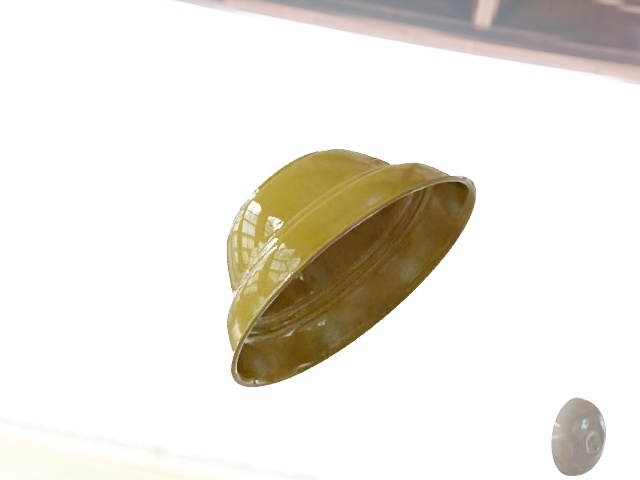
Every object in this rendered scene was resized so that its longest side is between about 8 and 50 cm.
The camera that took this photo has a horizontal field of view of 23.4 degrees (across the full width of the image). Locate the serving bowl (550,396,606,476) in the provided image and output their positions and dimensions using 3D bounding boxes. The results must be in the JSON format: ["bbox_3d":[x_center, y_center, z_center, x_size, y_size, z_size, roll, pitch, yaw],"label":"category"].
[{"bbox_3d":[0.272,0.205,1.595,0.027,0.083,0.083,6,-10,42],"label":"serving bowl"}]

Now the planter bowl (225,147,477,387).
[{"bbox_3d":[0.000,0.000,1.091,0.090,0.217,0.217,51,4,19],"label":"planter bowl"}]
